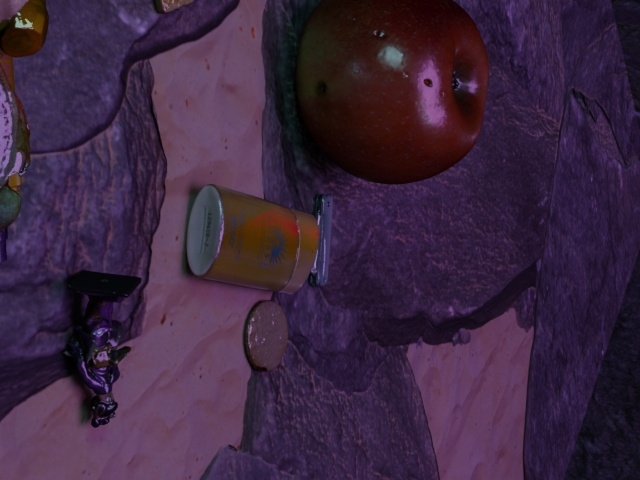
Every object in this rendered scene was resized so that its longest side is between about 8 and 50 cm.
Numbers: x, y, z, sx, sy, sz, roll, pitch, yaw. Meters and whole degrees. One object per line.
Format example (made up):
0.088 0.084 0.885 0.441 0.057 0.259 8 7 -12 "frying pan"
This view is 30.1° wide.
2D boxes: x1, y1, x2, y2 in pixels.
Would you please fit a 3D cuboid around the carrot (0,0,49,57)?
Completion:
-0.342 -0.308 1.317 0.070 0.070 0.260 43 27 -52 "carrot"

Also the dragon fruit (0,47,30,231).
-0.418 -0.119 1.200 0.268 0.130 0.295 -41 124 -29 "dragon fruit"

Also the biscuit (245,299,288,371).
-0.086 0.153 1.914 0.120 0.015 0.120 -4 94 -59 "biscuit"

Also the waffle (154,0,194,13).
-0.211 -0.391 1.667 0.092 0.021 0.135 -41 125 -51 "waffle"

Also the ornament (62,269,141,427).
-0.283 0.139 1.541 0.081 0.088 0.203 -73 168 -69 "ornament"

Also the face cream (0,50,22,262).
-0.380 -0.106 1.347 0.078 0.078 0.273 -15 104 -58 "face cream"

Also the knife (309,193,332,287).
0.000 0.000 2.042 0.044 0.023 0.162 8 86 -55 "knife"

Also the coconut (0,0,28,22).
-0.376 -0.297 0.971 0.297 0.297 0.255 28 48 -56 "coconut"

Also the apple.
0.122 -0.266 1.985 0.348 0.277 0.349 -6 97 -58 "apple"

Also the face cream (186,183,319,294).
-0.097 0.004 1.836 0.285 0.067 0.139 15 82 -59 "face cream"
